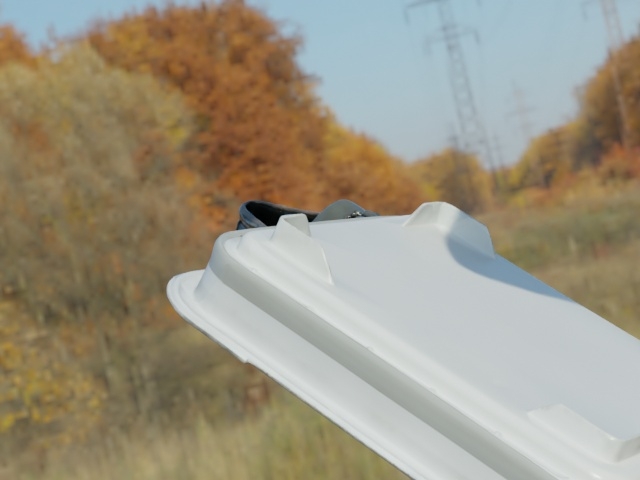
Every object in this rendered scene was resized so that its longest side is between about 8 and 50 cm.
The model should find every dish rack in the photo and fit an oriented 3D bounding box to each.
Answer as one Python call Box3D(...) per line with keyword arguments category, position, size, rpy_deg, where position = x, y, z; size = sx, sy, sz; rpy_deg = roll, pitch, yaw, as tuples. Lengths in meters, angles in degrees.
Box3D(category="dish rack", position=(0.105, 0.067, 0.954), size=(0.333, 0.072, 0.286), rpy_deg=(33, 21, 28))

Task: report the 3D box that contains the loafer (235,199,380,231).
Box3D(category="loafer", position=(0.000, 0.000, 1.410), size=(0.096, 0.084, 0.267), rpy_deg=(-7, 2, -36))
